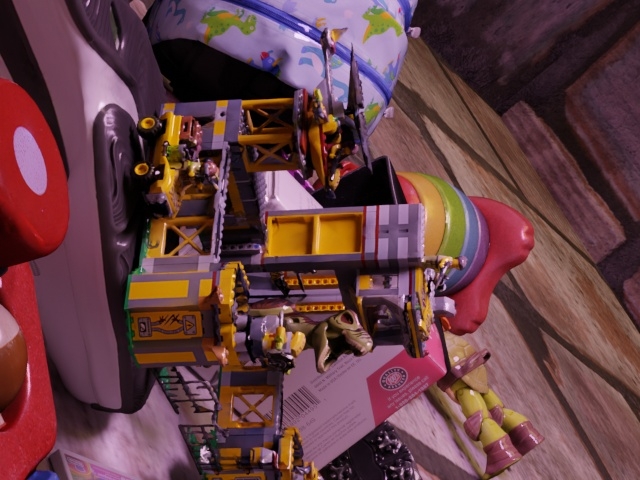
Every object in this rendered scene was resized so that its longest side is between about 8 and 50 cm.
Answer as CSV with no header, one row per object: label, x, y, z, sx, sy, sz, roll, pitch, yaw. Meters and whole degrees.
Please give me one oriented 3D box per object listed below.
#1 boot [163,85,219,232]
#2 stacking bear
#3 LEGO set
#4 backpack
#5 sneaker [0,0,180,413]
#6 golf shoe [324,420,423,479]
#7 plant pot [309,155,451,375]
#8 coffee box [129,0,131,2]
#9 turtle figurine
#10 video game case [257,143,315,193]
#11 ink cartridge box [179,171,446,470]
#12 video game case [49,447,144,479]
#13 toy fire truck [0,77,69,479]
boot,-0.110,-0.060,1.461,0.248,0.090,0.207,53,16,21
stacking bear,0.097,-0.012,1.857,0.289,0.175,0.164,20,17,-48
LEGO set,0.002,0.043,1.041,0.331,0.192,0.255,78,13,-47
backpack,-0.038,-0.208,1.564,0.290,0.273,0.355,33,10,-5
sneaker,-0.241,-0.081,0.977,0.169,0.257,0.447,-79,164,-57
golf shoe,0.066,0.237,1.333,0.198,0.077,0.094,56,-7,28
plant pot,0.024,0.059,1.427,0.167,0.187,0.188,59,10,-22
coffee box,-0.235,-0.346,1.567,0.168,0.119,0.297,50,-5,-2
turtle figurine,0.166,0.161,1.755,0.217,0.087,0.269,53,15,10
video game case,0.000,0.000,1.606,0.232,0.042,0.210,51,-6,-7
ink cartridge box,-0.026,0.064,1.271,0.218,0.158,0.092,45,17,-21
video game case,-0.123,0.191,0.962,0.087,0.011,0.122,34,22,-49
toy fire truck,-0.212,0.067,0.768,0.302,0.169,0.254,-57,131,-74
